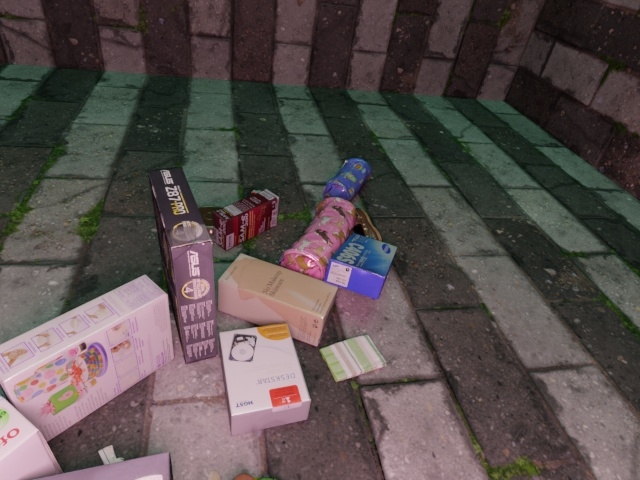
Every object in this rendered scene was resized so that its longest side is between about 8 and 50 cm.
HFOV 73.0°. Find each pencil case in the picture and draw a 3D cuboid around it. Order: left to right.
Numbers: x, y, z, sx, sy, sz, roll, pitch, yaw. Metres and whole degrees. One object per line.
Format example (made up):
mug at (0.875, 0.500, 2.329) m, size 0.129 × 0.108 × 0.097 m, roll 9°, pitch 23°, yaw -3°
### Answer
pencil case at (0.000, 0.000, 1.443) m, size 0.167 × 0.160 × 0.386 m, roll 17°, pitch 38°, yaw 14°
pencil case at (0.112, -0.248, 1.817) m, size 0.133 × 0.119 × 0.306 m, roll 43°, pitch 40°, yaw -5°

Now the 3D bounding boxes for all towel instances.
towel at (0.087, 0.317, 1.170) m, size 0.152 × 0.023 × 0.113 m, roll -12°, pitch 40°, yaw -23°

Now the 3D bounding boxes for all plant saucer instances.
plant saucer at (-0.399, -0.079, 1.562) m, size 0.168 × 0.029 × 0.168 m, roll 7°, pitch 38°, yaw -5°

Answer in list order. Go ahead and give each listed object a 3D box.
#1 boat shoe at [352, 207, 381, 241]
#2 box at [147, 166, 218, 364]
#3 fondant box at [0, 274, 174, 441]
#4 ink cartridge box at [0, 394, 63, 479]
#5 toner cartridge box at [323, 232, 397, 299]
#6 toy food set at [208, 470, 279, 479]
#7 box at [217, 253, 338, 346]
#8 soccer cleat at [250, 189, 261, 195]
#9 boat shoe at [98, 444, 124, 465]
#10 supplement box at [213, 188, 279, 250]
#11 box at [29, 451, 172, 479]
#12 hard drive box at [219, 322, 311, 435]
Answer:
boat shoe at (0.151, -0.053, 1.614) m, size 0.073 × 0.073 × 0.207 m, roll -7°, pitch 40°, yaw -24°
box at (-0.344, 0.063, 1.089) m, size 0.097 × 0.395 × 0.318 m, roll -10°, pitch 41°, yaw -21°
fondant box at (-0.491, 0.251, 0.940) m, size 0.096 × 0.238 × 0.330 m, roll 32°, pitch 43°, yaw 26°
ink cartridge box at (-0.648, 0.384, 0.767) m, size 0.270 × 0.197 × 0.198 m, roll 26°, pitch 41°, yaw 19°
toner cartridge box at (0.137, 0.069, 1.360) m, size 0.165 × 0.075 × 0.348 m, roll 19°, pitch 17°, yaw 10°
toy food set at (-0.126, 0.509, 0.827) m, size 0.218 × 0.071 × 0.128 m, roll 12°, pitch 37°, yaw 3°
box at (-0.123, 0.164, 1.232) m, size 0.311 × 0.121 × 0.148 m, roll 17°, pitch 37°, yaw 9°
soccer cleat at (-0.238, -0.184, 1.734) m, size 0.083 × 0.029 × 0.035 m, roll 13°, pitch 41°, yaw 11°
boat shoe at (-0.410, 0.452, 0.868) m, size 0.035 × 0.035 × 0.100 m, roll -23°, pitch 40°, yaw -37°
supplement box at (-0.256, -0.075, 1.505) m, size 0.073 × 0.130 × 0.239 m, roll 34°, pitch 44°, yaw 27°
box at (-0.379, 0.492, 0.735) m, size 0.247 × 0.142 × 0.163 m, roll -4°, pitch 39°, yaw -17°
hard drive box at (-0.142, 0.326, 1.048) m, size 0.181 × 0.089 × 0.232 m, roll -5°, pitch 40°, yaw -18°
